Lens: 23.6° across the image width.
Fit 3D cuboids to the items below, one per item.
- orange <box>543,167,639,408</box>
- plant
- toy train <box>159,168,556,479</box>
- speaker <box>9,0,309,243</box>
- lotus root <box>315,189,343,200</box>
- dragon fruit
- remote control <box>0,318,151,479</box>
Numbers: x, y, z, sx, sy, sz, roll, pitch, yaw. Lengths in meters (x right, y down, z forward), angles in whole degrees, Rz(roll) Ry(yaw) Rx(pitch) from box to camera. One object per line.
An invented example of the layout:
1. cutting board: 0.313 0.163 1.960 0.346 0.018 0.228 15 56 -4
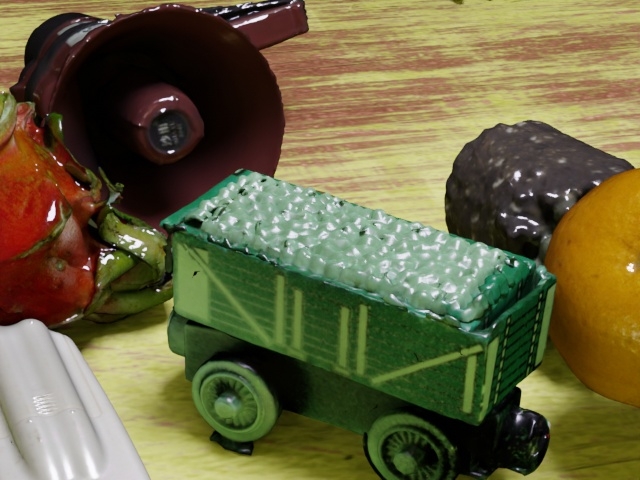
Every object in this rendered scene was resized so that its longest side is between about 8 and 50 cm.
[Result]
1. orange: 0.216 0.033 0.954 0.159 0.159 0.136 21 -10 31
2. plant: 0.180 0.002 1.118 0.129 0.132 0.194 -13 38 -22
3. toy train: 0.018 0.064 0.954 0.269 0.154 0.115 19 34 26
4. speaker: -0.138 -0.157 1.308 0.259 0.198 0.329 -42 28 2
5. lotus root: 0.000 0.000 1.175 0.072 0.063 0.152 -21 31 -13
6. dragon fruit: -0.220 -0.025 1.050 0.269 0.200 0.198 -6 31 -20
7. remote control: -0.163 0.123 0.931 0.090 0.049 0.230 -11 32 -20
